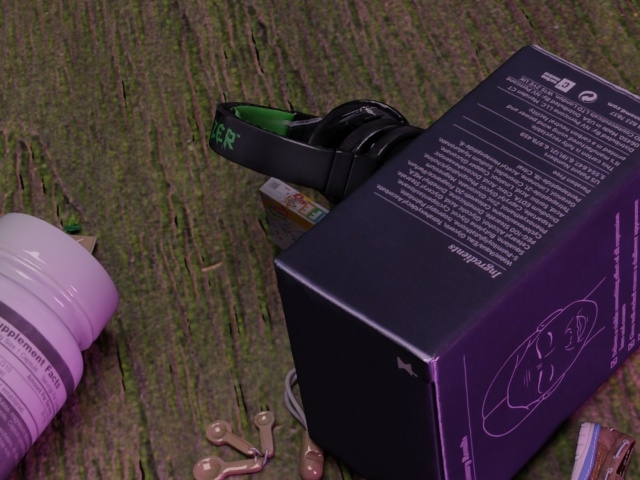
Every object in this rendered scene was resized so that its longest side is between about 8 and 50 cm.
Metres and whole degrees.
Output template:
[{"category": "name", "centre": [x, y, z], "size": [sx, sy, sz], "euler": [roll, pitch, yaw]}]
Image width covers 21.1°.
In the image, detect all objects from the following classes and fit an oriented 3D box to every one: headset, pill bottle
[{"category": "headset", "centre": [0.074, -0.110, 1.959], "size": [0.394, 0.185, 0.243], "euler": [13, 11, -17]}, {"category": "pill bottle", "centre": [-0.389, 0.155, 1.866], "size": [0.204, 0.204, 0.361], "euler": [20, 57, 25]}]

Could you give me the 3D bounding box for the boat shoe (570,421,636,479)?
[{"category": "boat shoe", "centre": [0.283, 0.262, 1.729], "size": [0.066, 0.066, 0.183], "euler": [5, 53, 14]}]

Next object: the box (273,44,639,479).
[{"category": "box", "centre": [0.174, 0.048, 1.761], "size": [0.212, 0.293, 0.395], "euler": [31, 58, 32]}]

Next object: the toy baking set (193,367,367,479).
[{"category": "toy baking set", "centre": [-0.022, 0.227, 1.843], "size": [0.256, 0.030, 0.197], "euler": [-30, 52, -13]}]

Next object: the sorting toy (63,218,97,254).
[{"category": "sorting toy", "centre": [-0.302, 0.008, 2.091], "size": [0.062, 0.012, 0.083], "euler": [2, 55, 19]}]

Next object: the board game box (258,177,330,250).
[{"category": "board game box", "centre": [0.000, 0.000, 1.976], "size": [0.154, 0.103, 0.026], "euler": [33, 64, 32]}]
